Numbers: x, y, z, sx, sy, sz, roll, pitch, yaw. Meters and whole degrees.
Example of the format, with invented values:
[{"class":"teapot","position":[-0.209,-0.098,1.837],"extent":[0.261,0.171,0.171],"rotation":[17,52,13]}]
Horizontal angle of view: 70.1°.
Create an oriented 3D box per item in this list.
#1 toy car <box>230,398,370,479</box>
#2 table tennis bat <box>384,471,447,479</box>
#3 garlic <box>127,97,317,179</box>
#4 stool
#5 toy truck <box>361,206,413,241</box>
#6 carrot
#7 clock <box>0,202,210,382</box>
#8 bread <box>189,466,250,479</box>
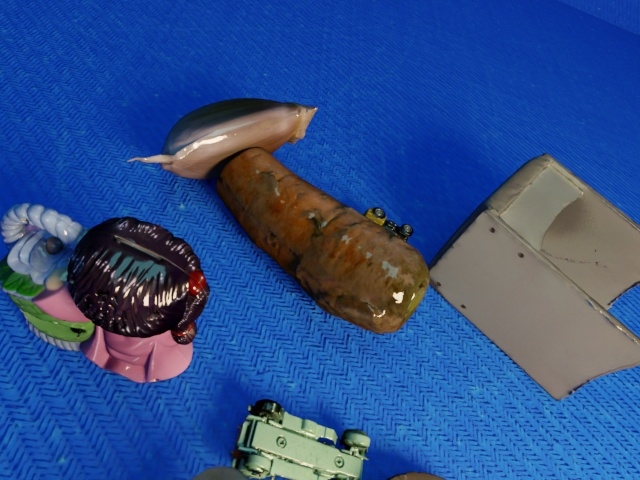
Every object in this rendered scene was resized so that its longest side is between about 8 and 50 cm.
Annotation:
[{"class":"toy car","position":[-0.017,0.217,0.466],"extent":[0.143,0.054,0.073],"rotation":[23,49,-15]},{"class":"table tennis bat","position":[0.068,0.287,0.433],"extent":[0.234,0.022,0.131],"rotation":[22,60,-24]},{"class":"garlic","position":[-0.154,-0.133,0.629],"extent":[0.266,0.148,0.128],"rotation":[-36,79,-33]},{"class":"stool","position":[0.346,0.040,0.690],"extent":[0.269,0.170,0.243],"rotation":[45,50,14]},{"class":"toy truck","position":[0.093,-0.010,0.701],"extent":[0.083,0.049,0.054],"rotation":[30,49,0]},{"class":"carrot","position":[0.000,0.000,0.600],"extent":[0.302,0.139,0.138],"rotation":[41,48,21]},{"class":"clock","position":[-0.202,0.046,0.429],"extent":[0.194,0.195,0.100],"rotation":[25,51,-6]},{"class":"bread","position":[-0.086,0.255,0.318],"extent":[0.182,0.250,0.039],"rotation":[-45,123,-45]}]
